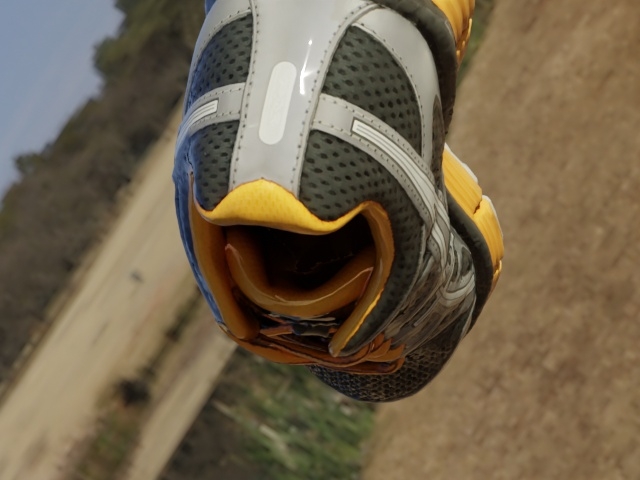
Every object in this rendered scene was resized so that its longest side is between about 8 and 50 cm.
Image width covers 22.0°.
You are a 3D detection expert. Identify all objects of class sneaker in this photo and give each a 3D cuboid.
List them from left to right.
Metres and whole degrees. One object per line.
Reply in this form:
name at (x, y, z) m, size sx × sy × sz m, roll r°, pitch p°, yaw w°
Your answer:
sneaker at (0.000, 0.000, 0.444) m, size 0.215 × 0.084 × 0.083 m, roll 73°, pitch -152°, yaw -60°
